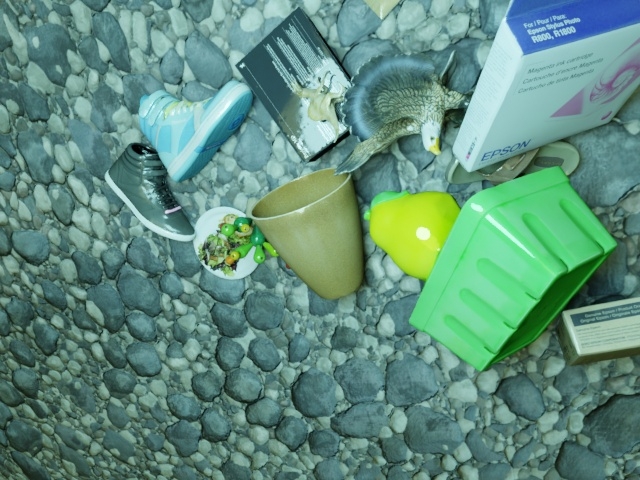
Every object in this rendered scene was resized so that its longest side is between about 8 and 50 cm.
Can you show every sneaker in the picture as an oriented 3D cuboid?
[{"bbox_3d":[-0.417,-0.132,1.101,0.296,0.104,0.147,42,116,6],"label":"sneaker"},{"bbox_3d":[-0.311,-0.300,0.997,0.319,0.127,0.208,-38,91,32],"label":"sneaker"}]

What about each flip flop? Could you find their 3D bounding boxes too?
[{"bbox_3d":[0.382,-0.143,0.838,0.277,0.080,0.112,0,136,-9],"label":"flip flop"}]

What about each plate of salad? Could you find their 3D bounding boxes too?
[{"bbox_3d":[-0.249,0.012,1.125,0.200,0.048,0.199,4,106,14],"label":"plate of salad"}]

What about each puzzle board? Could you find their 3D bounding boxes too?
[{"bbox_3d":[0.142,-0.539,0.885,0.128,0.011,0.096,-43,89,21],"label":"puzzle board"}]

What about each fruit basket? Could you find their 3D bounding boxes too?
[{"bbox_3d":[0.280,0.016,0.834,0.283,0.392,0.392,-18,103,-26],"label":"fruit basket"}]

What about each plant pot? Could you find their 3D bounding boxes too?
[{"bbox_3d":[0.000,0.000,0.973,0.237,0.237,0.254,-15,113,19],"label":"plant pot"}]

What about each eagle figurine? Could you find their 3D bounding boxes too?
[{"bbox_3d":[0.172,-0.239,0.826,0.298,0.225,0.226,-3,112,-1],"label":"eagle figurine"}]

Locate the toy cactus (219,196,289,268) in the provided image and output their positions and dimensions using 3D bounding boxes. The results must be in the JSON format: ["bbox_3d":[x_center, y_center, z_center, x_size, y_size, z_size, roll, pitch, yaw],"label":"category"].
[{"bbox_3d":[-0.157,-0.017,1.047,0.112,0.219,0.180,-37,51,37],"label":"toy cactus"}]

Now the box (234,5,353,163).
[{"bbox_3d":[-0.030,-0.328,0.942,0.184,0.103,0.261,-34,94,17],"label":"box"}]

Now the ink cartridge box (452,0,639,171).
[{"bbox_3d":[0.396,-0.274,0.660,0.324,0.330,0.071,-20,63,-11],"label":"ink cartridge box"}]

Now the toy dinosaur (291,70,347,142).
[{"bbox_3d":[0.015,-0.271,0.856,0.092,0.053,0.183,-46,62,18],"label":"toy dinosaur"}]

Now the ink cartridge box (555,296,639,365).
[{"bbox_3d":[0.579,0.178,0.838,0.193,0.235,0.088,-17,64,18],"label":"ink cartridge box"}]
